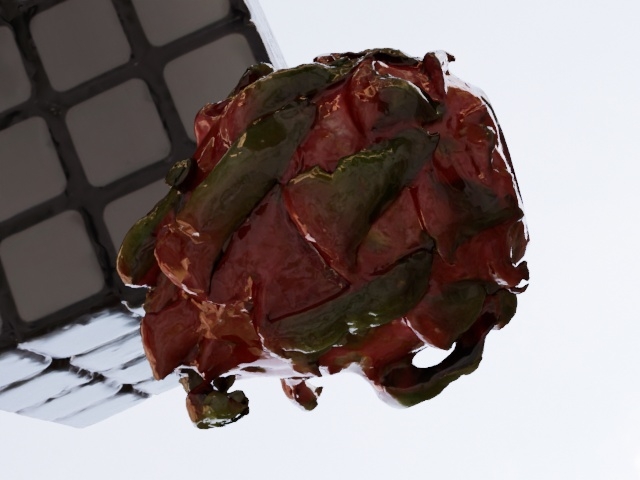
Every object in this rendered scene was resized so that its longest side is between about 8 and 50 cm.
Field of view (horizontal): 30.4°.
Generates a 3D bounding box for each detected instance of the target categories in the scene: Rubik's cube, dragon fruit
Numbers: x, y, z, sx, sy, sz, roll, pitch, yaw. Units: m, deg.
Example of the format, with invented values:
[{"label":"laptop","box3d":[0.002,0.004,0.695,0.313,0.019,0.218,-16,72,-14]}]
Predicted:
[{"label":"Rubik's cube","box3d":[-0.172,-0.063,1.018,0.337,0.344,0.343,-25,-106,4]},{"label":"dragon fruit","box3d":[0.000,0.000,0.522,0.172,0.166,0.160,-18,-118,0]}]
